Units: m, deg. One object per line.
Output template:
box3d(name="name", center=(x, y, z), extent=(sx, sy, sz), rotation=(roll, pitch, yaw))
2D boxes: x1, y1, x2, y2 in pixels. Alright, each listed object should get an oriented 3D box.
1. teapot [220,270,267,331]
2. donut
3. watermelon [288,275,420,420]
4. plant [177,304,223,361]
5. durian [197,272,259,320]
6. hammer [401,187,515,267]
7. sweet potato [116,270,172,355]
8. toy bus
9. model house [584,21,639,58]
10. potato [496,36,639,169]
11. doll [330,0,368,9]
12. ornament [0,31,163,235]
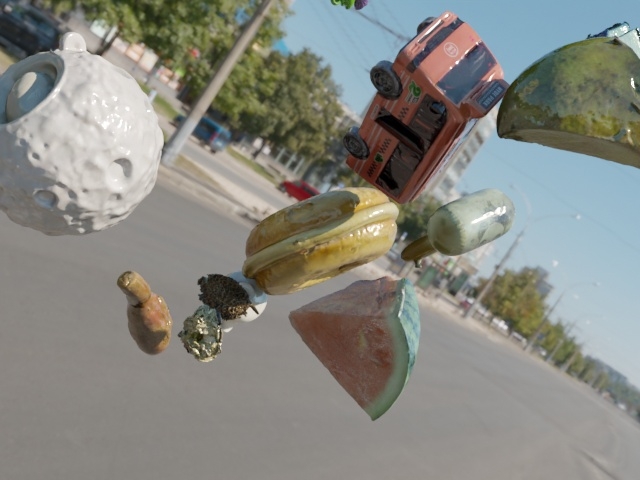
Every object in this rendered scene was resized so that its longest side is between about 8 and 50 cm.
box3d(name="teapot", center=(-0.214, 0.147, 2.154), extent=(0.145, 0.226, 0.092), rotation=(32, -19, -5))
box3d(name="donut", center=(0.000, 0.000, 2.034), extent=(0.449, 0.449, 0.198), rotation=(16, 52, -79))
box3d(name="watermelon", center=(0.103, 0.228, 1.689), extent=(0.283, 0.292, 0.250), rotation=(92, -21, -51))
box3d(name="plant", center=(-0.243, 0.198, 1.675), extent=(0.104, 0.116, 0.122), rotation=(32, 7, 7))
box3d(name="durian", center=(-0.244, 0.162, 2.018), extent=(0.188, 0.091, 0.148), rotation=(27, -31, -20))
box3d(name="hammer", center=(0.264, -0.007, 1.671), extent=(0.305, 0.202, 0.113), rotation=(-35, -104, 55))
box3d(name="sweet potato", center=(-0.425, 0.171, 1.885), extent=(0.109, 0.109, 0.385), rotation=(35, -29, 21))
box3d(name="toy bus", center=(0.214, -0.266, 1.654), extent=(0.233, 0.203, 0.427), rotation=(41, -26, 7))
box3d(name="model house", center=(0.572, -0.354, 1.554), extent=(0.148, 0.119, 0.148), rotation=(-23, 92, -43))
box3d(name="potato", center=(0.447, -0.235, 1.381), extent=(0.112, 0.255, 0.269), rotation=(94, -19, -72))
box3d(name="doll", center=(0.072, -0.513, 1.419), extent=(0.050, 0.190, 0.115), rotation=(30, 0, 39))
box3d(name="ornament", center=(-0.445, -0.165, 1.388), extent=(0.337, 0.337, 0.337), rotation=(34, 3, -2))
